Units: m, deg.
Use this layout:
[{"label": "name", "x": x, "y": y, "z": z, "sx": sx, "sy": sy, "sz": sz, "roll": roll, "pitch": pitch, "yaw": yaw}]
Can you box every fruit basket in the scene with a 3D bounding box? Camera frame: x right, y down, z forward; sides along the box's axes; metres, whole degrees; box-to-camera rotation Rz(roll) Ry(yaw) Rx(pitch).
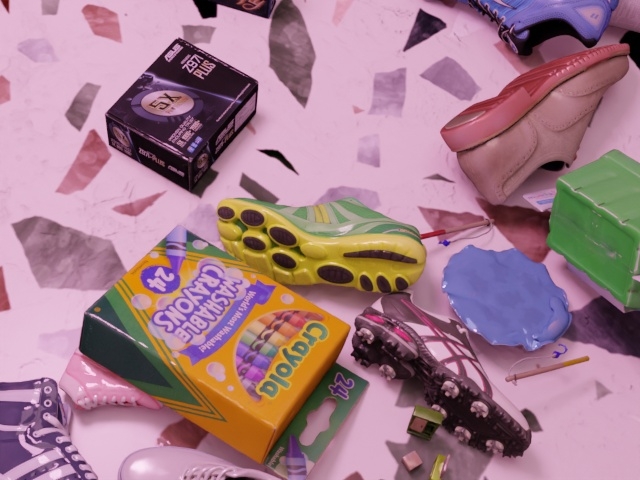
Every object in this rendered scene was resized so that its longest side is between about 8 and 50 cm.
[{"label": "fruit basket", "x": 0.506, "y": -0.011, "z": 1.390, "sx": 0.353, "sy": 0.166, "sz": 0.327, "roll": -3, "pitch": 27, "yaw": -25}]

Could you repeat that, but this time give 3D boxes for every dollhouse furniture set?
[{"label": "dollhouse furniture set", "x": 0.114, "y": 0.285, "z": 1.246, "sx": 0.076, "sy": 0.059, "sz": 0.152, "roll": 19, "pitch": 59, "yaw": 5}]

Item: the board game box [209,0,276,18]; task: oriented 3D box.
[{"label": "board game box", "x": -0.185, "y": -0.449, "z": 1.584, "sx": 0.243, "sy": 0.165, "sz": 0.042, "roll": 17, "pitch": 59, "yaw": 3}]

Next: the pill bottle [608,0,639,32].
[{"label": "pill bottle", "x": 0.543, "y": -0.402, "z": 1.674, "sx": 0.221, "sy": 0.121, "sz": 0.121, "roll": 14, "pitch": 59, "yaw": 2}]

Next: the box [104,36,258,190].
[{"label": "box", "x": -0.198, "y": -0.186, "z": 1.476, "sx": 0.147, "sy": 0.077, "sz": 0.180, "roll": 30, "pitch": 61, "yaw": 12}]

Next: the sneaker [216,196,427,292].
[{"label": "sneaker", "x": 0.000, "y": 0.000, "z": 1.392, "sx": 0.295, "sy": 0.109, "sz": 0.123, "roll": 12, "pitch": 27, "yaw": 8}]

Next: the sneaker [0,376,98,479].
[{"label": "sneaker", "x": -0.294, "y": 0.262, "z": 1.185, "sx": 0.282, "sy": 0.099, "sz": 0.153, "roll": 23, "pitch": 61, "yaw": 10}]

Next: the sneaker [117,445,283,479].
[{"label": "sneaker", "x": -0.116, "y": 0.291, "z": 1.190, "sx": 0.258, "sy": 0.091, "sz": 0.094, "roll": 13, "pitch": 58, "yaw": 6}]

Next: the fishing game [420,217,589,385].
[{"label": "fishing game", "x": 0.252, "y": 0.079, "z": 1.391, "sx": 0.189, "sy": 0.041, "sz": 0.264, "roll": -13, "pitch": 54, "yaw": -29}]

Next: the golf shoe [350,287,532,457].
[{"label": "golf shoe", "x": 0.171, "y": 0.162, "z": 1.305, "sx": 0.273, "sy": 0.105, "sz": 0.120, "roll": 38, "pitch": 53, "yaw": 14}]

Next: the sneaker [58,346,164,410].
[{"label": "sneaker", "x": -0.263, "y": 0.192, "z": 1.261, "sx": 0.134, "sy": 0.051, "sz": 0.070, "roll": 28, "pitch": 67, "yaw": 8}]

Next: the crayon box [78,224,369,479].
[{"label": "crayon box", "x": -0.107, "y": 0.134, "z": 1.265, "sx": 0.323, "sy": 0.083, "sz": 0.203, "roll": 30, "pitch": 43, "yaw": 10}]

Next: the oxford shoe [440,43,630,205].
[{"label": "oxford shoe", "x": 0.345, "y": -0.184, "z": 1.539, "sx": 0.397, "sy": 0.140, "sz": 0.147, "roll": -31, "pitch": 101, "yaw": -29}]

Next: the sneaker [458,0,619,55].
[{"label": "sneaker", "x": 0.300, "y": -0.378, "z": 1.615, "sx": 0.330, "sy": 0.129, "sz": 0.147, "roll": 16, "pitch": 93, "yaw": 25}]
